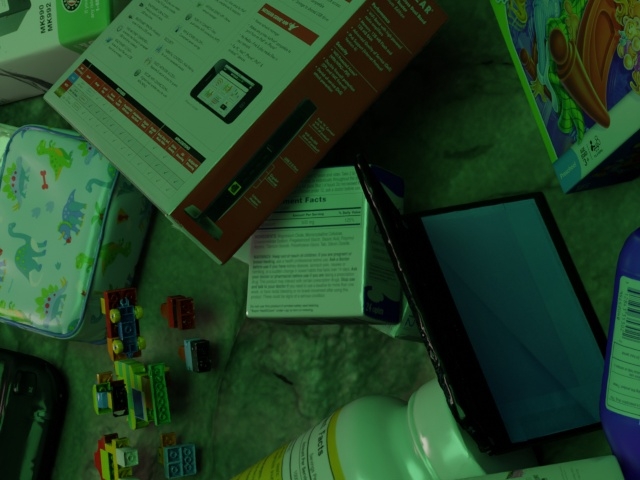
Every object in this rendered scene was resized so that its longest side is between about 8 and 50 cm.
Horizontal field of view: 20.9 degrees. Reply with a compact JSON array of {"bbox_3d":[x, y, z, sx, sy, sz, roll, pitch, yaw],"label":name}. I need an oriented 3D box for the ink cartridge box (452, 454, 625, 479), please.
[{"bbox_3d":[0.154,0.252,1.407,0.198,0.067,0.115,-10,106,4],"label":"ink cartridge box"}]

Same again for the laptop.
[{"bbox_3d":[0.152,0.045,1.447,0.137,0.264,0.234,-24,69,6],"label":"laptop"}]

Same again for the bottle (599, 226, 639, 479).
[{"bbox_3d":[0.292,0.131,1.434,0.118,0.092,0.282,10,106,24],"label":"bottle"}]

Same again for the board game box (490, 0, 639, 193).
[{"bbox_3d":[0.268,-0.215,1.424,0.347,0.078,0.233,-49,56,60],"label":"board game box"}]

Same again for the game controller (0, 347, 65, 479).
[{"bbox_3d":[-0.379,0.271,1.858,0.166,0.067,0.319,12,88,18],"label":"game controller"}]

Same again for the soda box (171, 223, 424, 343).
[{"bbox_3d":[0.000,0.000,1.666,0.286,0.091,0.098,25,95,32],"label":"soda box"}]

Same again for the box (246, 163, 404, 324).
[{"bbox_3d":[0.005,0.006,1.564,0.126,0.072,0.137,-2,81,31],"label":"box"}]

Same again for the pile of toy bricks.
[{"bbox_3d":[-0.184,0.147,1.764,0.105,0.118,0.212,9,105,60],"label":"pile of toy bricks"}]

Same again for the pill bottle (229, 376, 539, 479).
[{"bbox_3d":[0.025,0.257,1.553,0.334,0.188,0.188,-34,66,22],"label":"pill bottle"}]

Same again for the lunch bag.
[{"bbox_3d":[-0.273,-0.009,1.836,0.176,0.090,0.219,13,89,31],"label":"lunch bag"}]

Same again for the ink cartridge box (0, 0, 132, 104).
[{"bbox_3d":[-0.310,-0.277,1.882,0.289,0.121,0.211,-12,76,30],"label":"ink cartridge box"}]

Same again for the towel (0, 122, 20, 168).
[{"bbox_3d":[-0.484,0.005,1.976,0.317,0.053,0.331,15,90,29],"label":"towel"}]

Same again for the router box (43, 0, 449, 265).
[{"bbox_3d":[-0.082,-0.169,1.629,0.301,0.082,0.335,-47,36,-2],"label":"router box"}]
